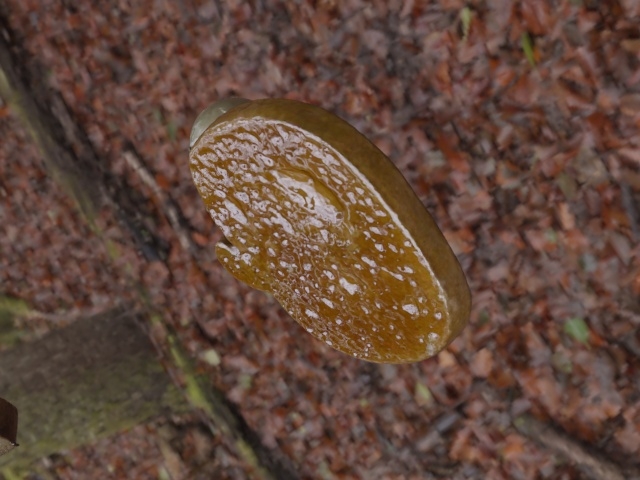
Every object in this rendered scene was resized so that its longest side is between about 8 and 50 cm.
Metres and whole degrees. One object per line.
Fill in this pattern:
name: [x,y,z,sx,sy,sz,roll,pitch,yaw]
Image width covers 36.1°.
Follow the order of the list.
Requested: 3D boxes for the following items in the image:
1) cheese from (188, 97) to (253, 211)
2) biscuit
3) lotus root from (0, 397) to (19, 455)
cheese: [-0.106,-0.122,1.440,0.091,0.202,0.176,-13,87,27]
biscuit: [0.001,-0.001,1.125,0.314,0.063,0.367,-13,121,48]
lotus root: [-0.511,0.265,1.367,0.260,0.170,0.075,-28,57,34]
